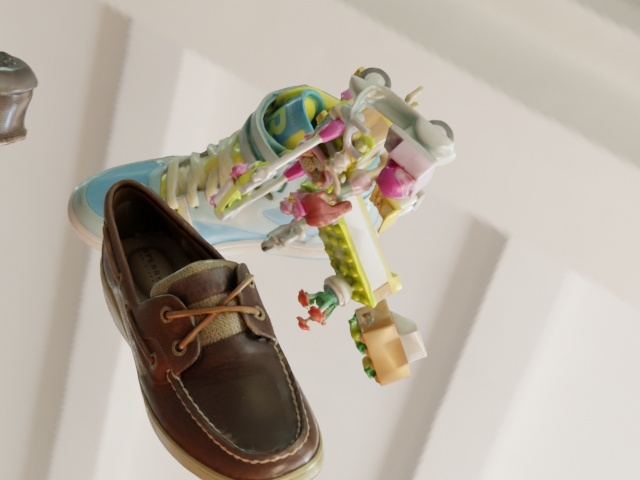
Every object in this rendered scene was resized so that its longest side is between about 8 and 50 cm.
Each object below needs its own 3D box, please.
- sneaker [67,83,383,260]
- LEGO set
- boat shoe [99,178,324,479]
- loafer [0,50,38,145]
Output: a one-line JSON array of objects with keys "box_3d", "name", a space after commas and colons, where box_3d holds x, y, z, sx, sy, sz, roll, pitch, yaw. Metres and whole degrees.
[{"box_3d": [-0.089, -0.075, 1.707, 0.319, 0.127, 0.208, -2, -31, -7], "name": "sneaker"}, {"box_3d": [0.000, 0.000, 1.123, 0.132, 0.107, 0.287, 46, -25, 24], "name": "LEGO set"}, {"box_3d": [-0.103, 0.069, 1.452, 0.342, 0.123, 0.123, -123, -159, -45], "name": "boat shoe"}, {"box_3d": [-0.350, -0.038, 1.166, 0.366, 0.134, 0.130, -14, -81, 13], "name": "loafer"}]
